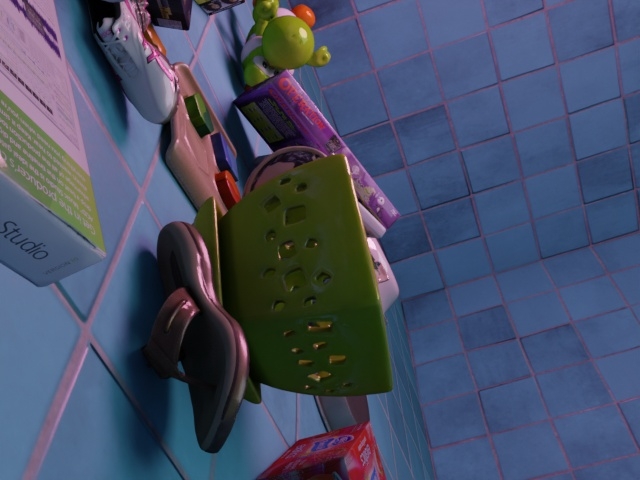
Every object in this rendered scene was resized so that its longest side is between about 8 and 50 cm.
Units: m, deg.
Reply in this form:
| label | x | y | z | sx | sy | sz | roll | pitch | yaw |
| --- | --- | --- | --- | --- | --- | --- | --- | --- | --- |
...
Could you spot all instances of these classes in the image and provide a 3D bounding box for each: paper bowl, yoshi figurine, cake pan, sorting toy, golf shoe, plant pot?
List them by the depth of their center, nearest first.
| label | x | y | z | sx | sy | sz | roll | pitch | yaw |
| --- | --- | --- | --- | --- | --- | --- | --- | --- | --- |
| golf shoe | -0.227 | -0.219 | 0.816 | 0.086 | 0.067 | 0.186 | -11 | 76 | -65 |
| plant pot | -0.037 | 0.061 | 0.866 | 0.227 | 0.207 | 0.228 | 75 | 4 | -52 |
| sorting toy | -0.180 | -0.159 | 1.017 | 0.229 | 0.041 | 0.307 | -98 | 167 | -45 |
| cake pan | 0.037 | 0.278 | 1.433 | 0.293 | 0.054 | 0.293 | -17 | 90 | -80 |
| yoshi figurine | -0.074 | -0.453 | 1.536 | 0.362 | 0.204 | 0.203 | -85 | -179 | -46 |
| paper bowl | 0.077 | 0.070 | 1.603 | 0.284 | 0.148 | 0.284 | 64 | 0 | 0 |

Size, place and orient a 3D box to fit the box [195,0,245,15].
| label | x | y | z | sx | sy | sz | roll | pitch | yaw |
| --- | --- | --- | --- | --- | --- | --- | --- | --- | --- |
| box | -0.214 | -0.495 | 1.300 | 0.232 | 0.087 | 0.058 | 22 | 51 | -79 |

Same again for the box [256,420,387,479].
| label | x | y | z | sx | sy | sz | roll | pitch | yaw |
| --- | --- | --- | --- | --- | --- | --- | --- | --- | --- |
| box | 0.015 | 0.345 | 0.971 | 0.257 | 0.123 | 0.128 | 22 | 52 | -78 |

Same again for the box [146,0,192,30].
| label | x | y | z | sx | sy | sz | roll | pitch | yaw |
| --- | --- | --- | --- | --- | --- | --- | --- | --- | --- |
| box | -0.197 | -0.400 | 0.935 | 0.233 | 0.059 | 0.183 | -168 | -96 | -82 |

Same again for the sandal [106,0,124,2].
| label | x | y | z | sx | sy | sz | roll | pitch | yaw |
| --- | --- | --- | --- | --- | --- | --- | --- | --- | --- |
| sandal | -0.266 | -0.415 | 0.764 | 0.169 | 0.102 | 0.416 | -66 | -146 | 39 |

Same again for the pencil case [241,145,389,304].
| label | x | y | z | sx | sy | sz | roll | pitch | yaw |
| --- | --- | --- | --- | --- | --- | --- | --- | --- | --- |
| pencil case | 0.000 | 0.000 | 1.240 | 0.160 | 0.184 | 0.410 | 60 | -2 | 29 |

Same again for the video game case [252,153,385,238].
| label | x | y | z | sx | sy | sz | roll | pitch | yaw |
| --- | --- | --- | --- | --- | --- | --- | --- | --- | --- |
| video game case | -0.007 | -0.085 | 1.347 | 0.227 | 0.026 | 0.206 | 42 | -16 | -23 |

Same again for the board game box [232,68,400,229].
| label | x | y | z | sx | sy | sz | roll | pitch | yaw |
| --- | --- | --- | --- | --- | --- | --- | --- | --- | --- |
| board game box | -0.012 | -0.160 | 1.355 | 0.347 | 0.056 | 0.208 | 51 | -15 | -18 |

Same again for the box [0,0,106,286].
| label | x | y | z | sx | sy | sz | roll | pitch | yaw |
| --- | --- | --- | --- | --- | --- | --- | --- | --- | --- |
| box | -0.245 | -0.152 | 0.447 | 0.322 | 0.058 | 0.232 | 66 | 5 | 33 |

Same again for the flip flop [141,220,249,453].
| label | x | y | z | sx | sy | sz | roll | pitch | yaw |
| --- | --- | --- | --- | --- | --- | --- | --- | --- | --- |
| flip flop | -0.138 | 0.085 | 0.690 | 0.112 | 0.080 | 0.277 | -60 | -141 | 35 |
